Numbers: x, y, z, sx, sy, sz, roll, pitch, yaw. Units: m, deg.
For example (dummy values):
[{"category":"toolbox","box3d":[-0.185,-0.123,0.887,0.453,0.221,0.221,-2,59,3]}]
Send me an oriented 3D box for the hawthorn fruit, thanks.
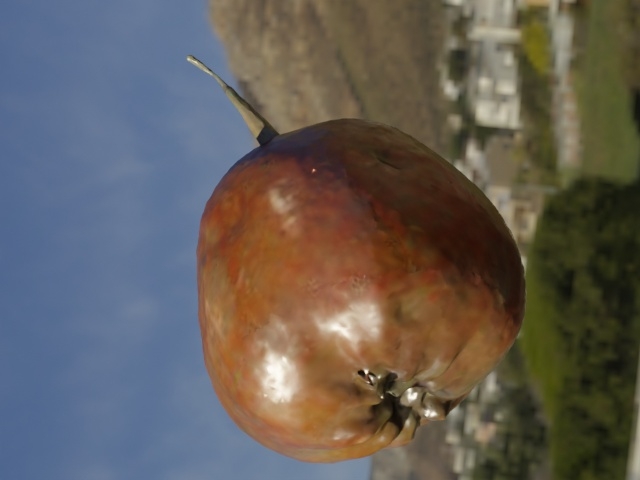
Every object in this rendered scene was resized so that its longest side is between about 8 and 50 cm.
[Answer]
[{"category":"hawthorn fruit","box3d":[0.016,0.007,0.808,0.149,0.149,0.189,77,-170,-57]}]
